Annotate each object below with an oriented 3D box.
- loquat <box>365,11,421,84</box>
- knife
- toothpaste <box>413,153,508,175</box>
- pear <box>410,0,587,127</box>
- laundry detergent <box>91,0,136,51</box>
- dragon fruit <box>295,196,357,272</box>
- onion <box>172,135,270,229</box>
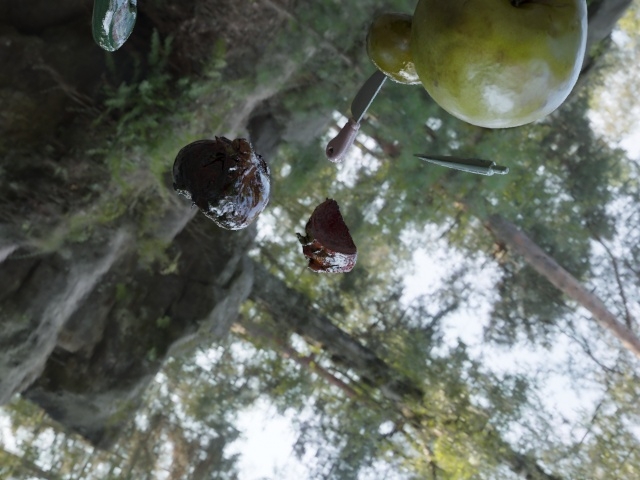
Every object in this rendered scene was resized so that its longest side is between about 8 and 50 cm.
[{"bbox_3d":[0.186,-0.413,1.718,0.152,0.195,0.152,-53,162,-26],"label":"loquat"},{"bbox_3d":[0.110,-0.368,2.254,0.336,0.043,0.081,-58,-135,24],"label":"knife"},{"bbox_3d":[0.357,-0.197,2.017,0.255,0.067,0.037,15,-77,34],"label":"toothpaste"},{"bbox_3d":[0.293,-0.334,1.345,0.304,0.304,0.304,-42,-153,27],"label":"pear"},{"bbox_3d":[-0.424,-0.490,1.639,0.137,0.063,0.211,-60,-179,-22],"label":"laundry detergent"},{"bbox_3d":[0.000,0.000,1.485,0.102,0.096,0.147,91,-20,-47],"label":"dragon fruit"},{"bbox_3d":[-0.263,-0.162,2.089,0.221,0.281,0.281,-45,-165,-33],"label":"onion"}]
